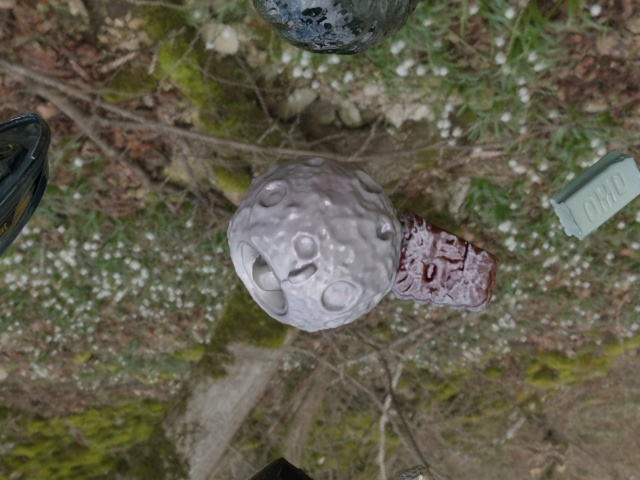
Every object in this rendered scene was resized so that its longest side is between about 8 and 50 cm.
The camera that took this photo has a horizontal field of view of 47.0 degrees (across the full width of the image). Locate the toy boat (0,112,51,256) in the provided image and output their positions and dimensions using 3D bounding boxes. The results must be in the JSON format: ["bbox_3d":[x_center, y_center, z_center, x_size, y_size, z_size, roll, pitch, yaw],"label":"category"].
[{"bbox_3d":[-0.356,-0.026,0.701,0.114,0.296,0.122,11,142,22],"label":"toy boat"}]

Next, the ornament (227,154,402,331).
[{"bbox_3d":[0.000,0.000,1.408,0.337,0.337,0.337,36,168,9],"label":"ornament"}]

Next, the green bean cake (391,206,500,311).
[{"bbox_3d":[0.262,0.044,1.567,0.232,0.199,0.097,13,-168,4],"label":"green bean cake"}]

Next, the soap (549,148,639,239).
[{"bbox_3d":[0.628,-0.104,1.666,0.115,0.198,0.063,55,173,-25],"label":"soap"}]

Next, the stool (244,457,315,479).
[{"bbox_3d":[-0.026,0.316,0.648,0.232,0.141,0.232,27,137,27],"label":"stool"}]

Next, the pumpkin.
[{"bbox_3d":[0.018,-0.288,0.722,0.152,0.212,0.212,9,152,38],"label":"pumpkin"}]

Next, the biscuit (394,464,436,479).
[{"bbox_3d":[0.096,0.467,1.132,0.188,0.265,0.040,35,169,-12],"label":"biscuit"}]
